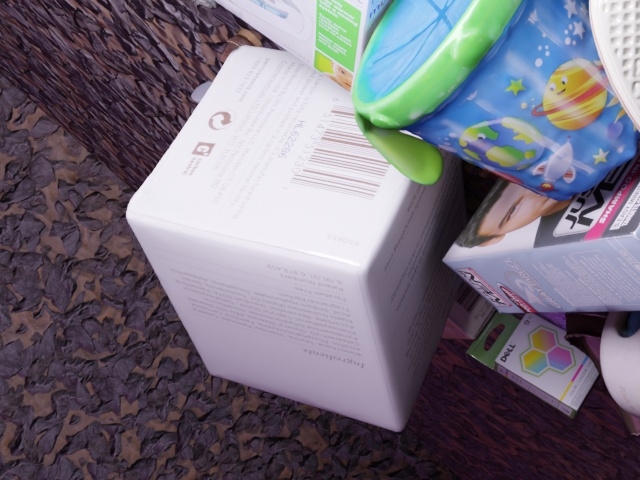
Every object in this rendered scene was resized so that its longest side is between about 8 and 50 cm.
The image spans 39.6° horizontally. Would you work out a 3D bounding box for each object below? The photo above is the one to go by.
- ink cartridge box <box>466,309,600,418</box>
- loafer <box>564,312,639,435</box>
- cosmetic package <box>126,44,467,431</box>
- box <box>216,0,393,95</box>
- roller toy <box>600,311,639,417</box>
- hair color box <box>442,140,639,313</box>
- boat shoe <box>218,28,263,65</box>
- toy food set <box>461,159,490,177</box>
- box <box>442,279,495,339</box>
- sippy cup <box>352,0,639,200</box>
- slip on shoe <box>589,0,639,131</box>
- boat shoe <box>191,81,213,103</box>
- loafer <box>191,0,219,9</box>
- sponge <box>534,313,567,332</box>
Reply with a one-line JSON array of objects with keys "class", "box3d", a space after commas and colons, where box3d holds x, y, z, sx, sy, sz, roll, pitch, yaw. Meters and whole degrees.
[{"class": "ink cartridge box", "box3d": [0.362, 0.193, 1.492, 0.209, 0.109, 0.062, 31, 163, 22]}, {"class": "loafer", "box3d": [0.515, 0.238, 1.364, 0.366, 0.130, 0.134, 38, 164, -2]}, {"class": "cosmetic package", "box3d": [0.000, 0.000, 1.233, 0.327, 0.329, 0.394, 12, 144, 22]}, {"class": "box", "box3d": [-0.021, -0.322, 0.974, 0.262, 0.127, 0.231, 36, 166, 8]}, {"class": "roller toy", "box3d": [0.455, 0.140, 1.113, 0.209, 0.191, 0.146, -3, -174, -30]}, {"class": "hair color box", "box3d": [0.303, -0.026, 0.982, 0.113, 0.185, 0.374, 40, 164, -11]}, {"class": "boat shoe", "box3d": [-0.123, -0.260, 1.459, 0.073, 0.073, 0.207, 30, 164, 21]}, {"class": "toy food set", "box3d": [0.215, -0.116, 1.223, 0.078, 0.019, 0.122, 40, 164, -7]}, {"class": "box", "box3d": [0.197, 0.097, 1.673, 0.148, 0.121, 0.311, 40, 164, -10]}, {"class": "sippy cup", "box3d": [0.185, -0.160, 0.834, 0.224, 0.240, 0.305, 31, 176, -18]}, {"class": "slip on shoe", "box3d": [0.324, -0.109, 0.722, 0.331, 0.123, 0.101, 40, -164, -23]}, {"class": "boat shoe", "box3d": [-0.188, -0.262, 1.639, 0.142, 0.049, 0.040, 15, 153, 49]}, {"class": "loafer", "box3d": [-0.168, -0.385, 1.153, 0.112, 0.111, 0.319, 32, -179, 1]}, {"class": "sponge", "box3d": [0.368, 0.096, 1.466, 0.210, 0.031, 0.117, 42, 164, -19]}]
